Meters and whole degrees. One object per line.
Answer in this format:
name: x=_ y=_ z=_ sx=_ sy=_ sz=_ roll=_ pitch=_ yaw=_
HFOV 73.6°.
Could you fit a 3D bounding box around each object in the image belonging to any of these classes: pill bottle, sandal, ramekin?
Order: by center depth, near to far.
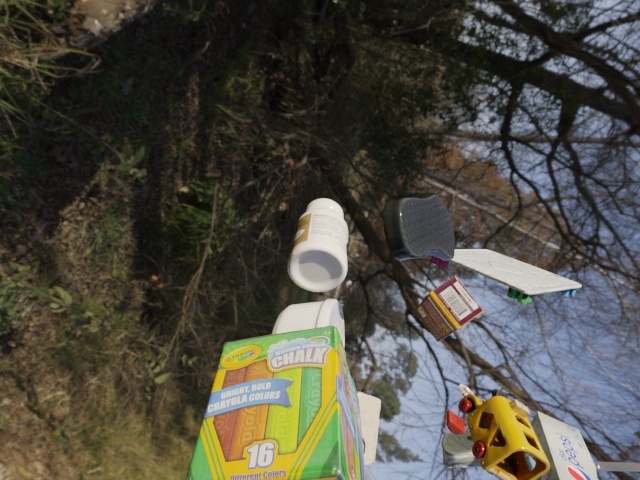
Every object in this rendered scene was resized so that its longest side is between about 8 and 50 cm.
ramekin: x=-0.027 y=0.266 z=0.970 sx=0.273 sy=0.127 sz=0.273 roll=1 pitch=90 yaw=-78
pill bottle: x=0.000 y=0.000 z=1.000 sx=0.229 sy=0.131 sz=0.131 roll=-82 pitch=-171 yaw=-55
sandal: x=0.231 y=-0.030 z=1.040 sx=0.445 sy=0.106 sz=0.168 roll=4 pitch=78 yaw=-58

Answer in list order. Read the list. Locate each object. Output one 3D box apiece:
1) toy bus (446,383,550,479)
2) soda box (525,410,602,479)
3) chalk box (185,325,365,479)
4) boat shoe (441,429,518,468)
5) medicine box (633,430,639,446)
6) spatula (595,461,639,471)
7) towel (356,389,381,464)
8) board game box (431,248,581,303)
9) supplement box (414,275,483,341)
toy bus: x=0.342 y=0.345 z=0.804 sx=0.190 sy=0.202 sz=0.104 roll=4 pitch=131 yaw=-53
soda box: x=0.490 y=0.474 z=0.865 sx=0.286 sy=0.098 sz=0.091 roll=-31 pitch=141 yaw=-70
chalk box: x=-0.042 y=0.246 z=0.603 sx=0.289 sy=0.180 sz=0.179 roll=-91 pitch=167 yaw=-59
boat shoe: x=0.559 y=0.685 z=1.405 sx=0.118 sy=0.320 sz=0.103 roll=-98 pitch=179 yaw=-66
medicine box: x=0.933 y=0.603 z=1.003 sx=0.289 sy=0.149 sz=0.264 roll=25 pitch=43 yaw=-75
spatula: x=0.602 y=0.475 z=0.777 sx=0.242 sy=0.019 sz=0.168 roll=102 pitch=-13 yaw=-63
towel: x=0.070 y=0.490 z=1.151 sx=0.282 sy=0.049 sz=0.187 roll=38 pitch=52 yaw=-41
board game box: x=0.661 y=0.118 z=1.550 sx=0.389 sy=0.390 sz=0.050 roll=0 pitch=108 yaw=-38
supplement box: x=0.310 y=0.173 z=1.056 sx=0.080 sy=0.104 sz=0.188 roll=-31 pitch=161 yaw=-11
